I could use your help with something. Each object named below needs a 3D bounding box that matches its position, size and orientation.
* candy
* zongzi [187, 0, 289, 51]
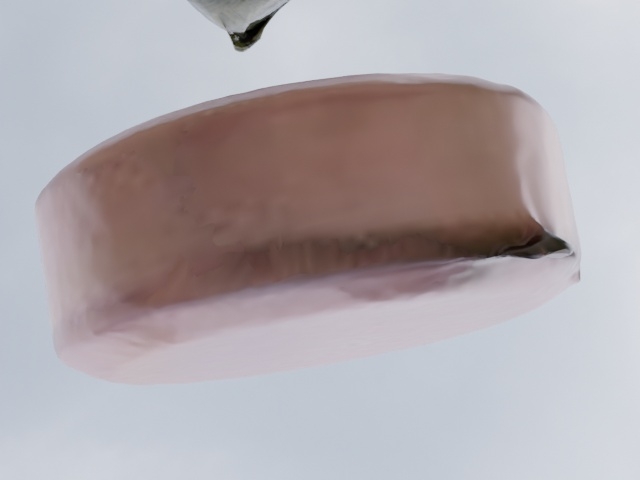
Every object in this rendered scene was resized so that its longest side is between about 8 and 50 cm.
[{"bbox_3d":[0.000,0.000,0.672,0.255,0.255,0.094,-9,-101,-5],"label":"candy"},{"bbox_3d":[-0.051,-0.255,1.069,0.205,0.204,0.094,-40,-122,18],"label":"zongzi"}]
